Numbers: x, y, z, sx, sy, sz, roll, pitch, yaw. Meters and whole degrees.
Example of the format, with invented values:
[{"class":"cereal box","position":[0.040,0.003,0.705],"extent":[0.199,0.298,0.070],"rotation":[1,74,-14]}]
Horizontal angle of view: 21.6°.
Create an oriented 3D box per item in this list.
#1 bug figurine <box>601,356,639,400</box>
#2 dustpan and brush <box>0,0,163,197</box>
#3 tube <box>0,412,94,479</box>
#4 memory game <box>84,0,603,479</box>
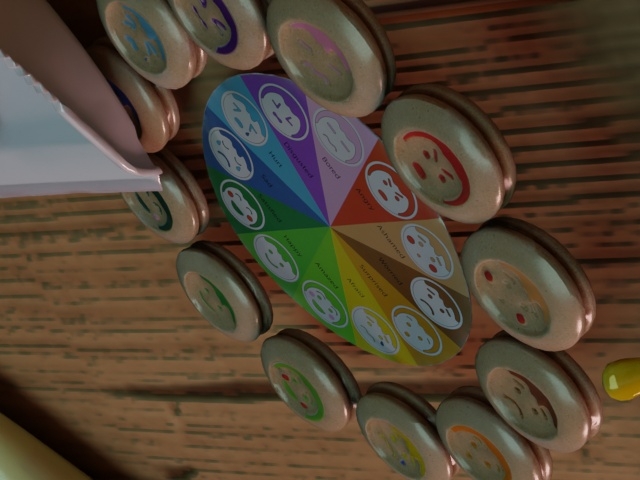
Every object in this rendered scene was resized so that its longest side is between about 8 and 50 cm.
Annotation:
[{"class":"bug figurine","position":[0.201,0.094,0.420],"extent":[0.216,0.072,0.279],"rotation":[-5,124,30]},{"class":"dustpan and brush","position":[-0.152,-0.081,0.471],"extent":[0.147,0.060,0.211],"rotation":[-1,126,43]},{"class":"tube","position":[-0.082,0.141,0.676],"extent":[0.240,0.062,0.070],"rotation":[41,101,-3]},{"class":"memory game","position":[0.000,0.000,0.459],"extent":[0.186,0.012,0.186],"rotation":[34,148,25]}]
